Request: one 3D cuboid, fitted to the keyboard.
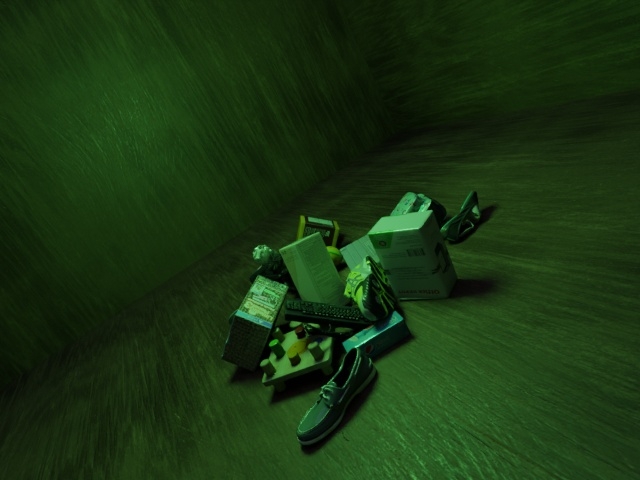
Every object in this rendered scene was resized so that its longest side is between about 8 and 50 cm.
[{"bbox_3d":[0.032,0.270,1.525,0.317,0.033,0.201,8,25,-10],"label":"keyboard"}]

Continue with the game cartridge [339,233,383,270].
[{"bbox_3d":[0.226,0.064,2.055,0.230,0.068,0.355,-25,19,0],"label":"game cartridge"}]

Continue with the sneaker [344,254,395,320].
[{"bbox_3d":[0.167,0.193,1.596,0.147,0.145,0.384,-42,9,16],"label":"sneaker"}]

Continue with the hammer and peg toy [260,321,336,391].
[{"bbox_3d":[-0.059,0.355,1.593,0.266,0.127,0.361,-23,20,16],"label":"hammer and peg toy"}]

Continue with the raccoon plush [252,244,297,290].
[{"bbox_3d":[-0.169,0.098,2.039,0.299,0.446,0.216,-3,58,50],"label":"raccoon plush"}]

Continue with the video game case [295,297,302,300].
[{"bbox_3d":[-0.094,0.292,1.988,0.087,0.011,0.122,-40,21,-31],"label":"video game case"}]

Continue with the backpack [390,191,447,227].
[{"bbox_3d":[0.423,-0.101,1.972,0.225,0.191,0.253,-57,5,14],"label":"backpack"}]

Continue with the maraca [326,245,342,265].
[{"bbox_3d":[0.035,0.086,2.152,0.186,0.127,0.099,140,148,-61],"label":"maraca"}]

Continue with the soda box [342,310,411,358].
[{"bbox_3d":[0.181,0.319,1.442,0.210,0.067,0.071,-29,19,-4],"label":"soda box"}]

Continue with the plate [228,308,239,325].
[{"bbox_3d":[-0.321,0.341,1.998,0.188,0.188,0.024,-30,59,-2],"label":"plate"}]

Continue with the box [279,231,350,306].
[{"bbox_3d":[-0.021,0.141,1.764,0.148,0.311,0.121,-26,4,-40],"label":"box"}]

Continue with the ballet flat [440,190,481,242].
[{"bbox_3d":[0.608,-0.091,1.863,0.096,0.095,0.280,33,67,22],"label":"ballet flat"}]

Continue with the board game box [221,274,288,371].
[{"bbox_3d":[-0.254,0.321,1.762,0.291,0.141,0.232,-69,1,-62],"label":"board game box"}]

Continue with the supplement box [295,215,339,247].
[{"bbox_3d":[-0.021,-0.006,2.259,0.194,0.191,0.129,9,18,-7],"label":"supplement box"}]

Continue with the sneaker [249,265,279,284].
[{"bbox_3d":[-0.254,0.148,2.371,0.319,0.112,0.131,-27,11,44],"label":"sneaker"}]

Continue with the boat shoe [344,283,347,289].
[{"bbox_3d":[0.156,0.204,1.775,0.183,0.066,0.066,-17,23,30],"label":"boat shoe"}]

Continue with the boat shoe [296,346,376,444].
[{"bbox_3d":[0.033,0.440,1.286,0.319,0.099,0.116,-40,22,-30],"label":"boat shoe"}]

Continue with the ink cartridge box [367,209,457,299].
[{"bbox_3d":[0.325,0.057,1.554,0.211,0.289,0.121,-6,29,40],"label":"ink cartridge box"}]
